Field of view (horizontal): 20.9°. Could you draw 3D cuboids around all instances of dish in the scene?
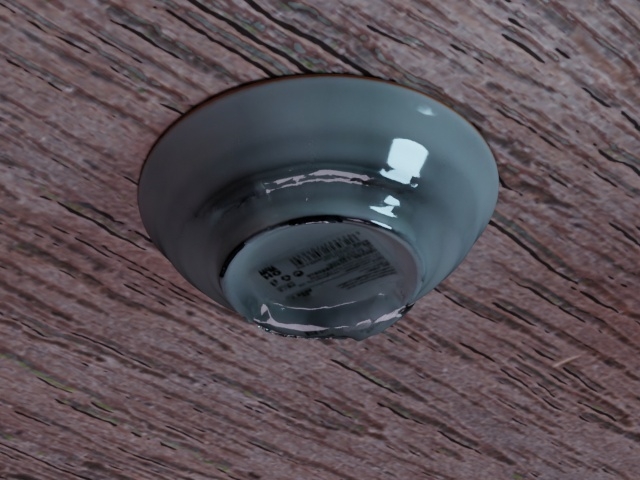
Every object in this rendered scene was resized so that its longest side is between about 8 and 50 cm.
[{"bbox_3d":[0.000,0.000,1.224,0.260,0.085,0.260,-2,143,-2],"label":"dish"}]
